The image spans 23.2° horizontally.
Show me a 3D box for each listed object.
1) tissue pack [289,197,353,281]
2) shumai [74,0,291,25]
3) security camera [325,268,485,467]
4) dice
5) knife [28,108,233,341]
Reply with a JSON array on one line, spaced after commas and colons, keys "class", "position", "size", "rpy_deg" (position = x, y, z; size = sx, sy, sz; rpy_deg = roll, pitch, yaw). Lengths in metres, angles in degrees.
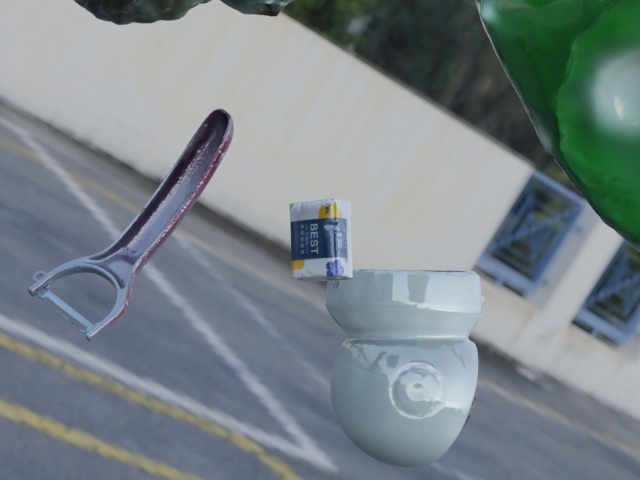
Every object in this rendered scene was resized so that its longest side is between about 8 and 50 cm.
[{"class": "tissue pack", "position": [0.000, 0.000, 1.630], "size": [0.062, 0.083, 0.042], "rpy_deg": [-5, -7, 34]}, {"class": "shumai", "position": [-0.120, -0.431, 1.950], "size": [0.323, 0.397, 0.324], "rpy_deg": [11, 38, -36]}, {"class": "security camera", "position": [0.097, 0.150, 1.845], "size": [0.194, 0.236, 0.194], "rpy_deg": [2, -5, 0]}, {"class": "dice", "position": [0.300, -0.179, 1.160], "size": [0.297, 0.300, 0.287], "rpy_deg": [47, 27, -29]}, {"class": "knife", "position": [-0.185, -0.025, 1.646], "size": [0.123, 0.278, 0.053], "rpy_deg": [34, -11, 31]}]
